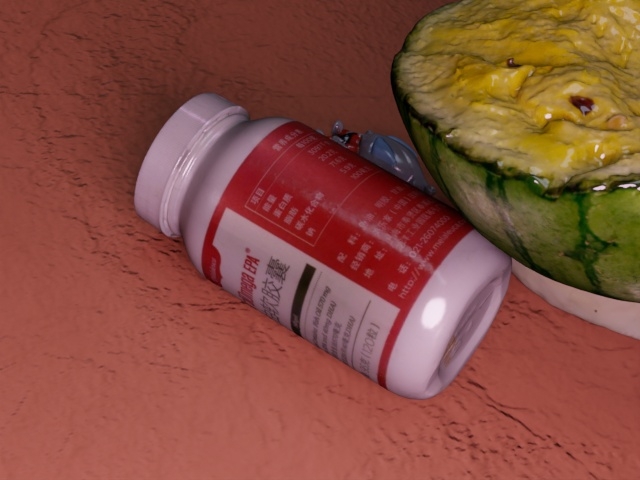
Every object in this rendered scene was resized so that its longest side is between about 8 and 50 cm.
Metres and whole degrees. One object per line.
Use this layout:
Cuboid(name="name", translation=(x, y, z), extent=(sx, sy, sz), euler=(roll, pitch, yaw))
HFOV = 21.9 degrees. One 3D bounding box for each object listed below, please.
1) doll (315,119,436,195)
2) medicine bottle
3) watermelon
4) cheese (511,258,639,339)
Cuboid(name="doll", translation=(0.049, -0.066, 1.311), extent=(0.114, 0.039, 0.057), euler=(29, 0, 29))
Cuboid(name="medicine bottle", translation=(0.000, 0.000, 1.150), extent=(0.250, 0.131, 0.131), euler=(30, 43, 18))
Cuboid(name="watermelon", translation=(0.218, -0.058, 1.080), extent=(0.331, 0.189, 0.330), euler=(-13, 29, 7))
Cuboid(name="cheese", translation=(0.266, -0.059, 1.310), extent=(0.318, 0.115, 0.326), euler=(17, 39, 3))
